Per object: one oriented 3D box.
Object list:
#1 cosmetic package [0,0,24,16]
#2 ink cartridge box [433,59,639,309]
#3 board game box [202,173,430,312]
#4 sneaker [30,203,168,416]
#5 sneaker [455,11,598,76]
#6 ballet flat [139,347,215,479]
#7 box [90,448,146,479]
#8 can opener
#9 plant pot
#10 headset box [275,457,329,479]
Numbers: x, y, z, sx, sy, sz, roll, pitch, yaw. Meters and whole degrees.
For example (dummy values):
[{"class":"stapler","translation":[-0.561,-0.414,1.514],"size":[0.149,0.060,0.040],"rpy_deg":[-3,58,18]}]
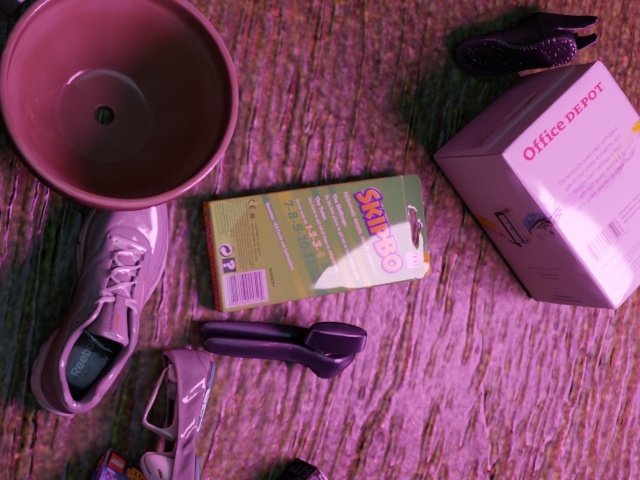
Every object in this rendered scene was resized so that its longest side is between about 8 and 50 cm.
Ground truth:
[{"class":"cosmetic package","translation":[-0.298,-0.461,1.239],"size":[0.284,0.097,0.377],"rpy_deg":[39,77,-16]},{"class":"ink cartridge box","translation":[0.286,-0.064,1.452],"size":[0.171,0.168,0.232],"rpy_deg":[-42,106,-17]},{"class":"board game box","translation":[0.000,0.000,1.406],"size":[0.259,0.039,0.124],"rpy_deg":[-8,95,-20]},{"class":"sneaker","translation":[-0.209,0.060,1.272],"size":[0.099,0.121,0.262],"rpy_deg":[20,83,-21]},{"class":"sneaker","translation":[0.249,-0.240,1.495],"size":[0.170,0.089,0.051],"rpy_deg":[-2,121,10]},{"class":"ballet flat","translation":[-0.158,0.216,1.312],"size":[0.068,0.072,0.213],"rpy_deg":[13,67,-18]},{"class":"box","translation":[-0.187,0.294,1.309],"size":[0.137,0.027,0.094],"rpy_deg":[39,34,-18]},{"class":"can opener","translation":[-0.043,0.111,1.382],"size":[0.186,0.059,0.073],"rpy_deg":[7,116,-13]},{"class":"plant pot","translation":[-0.212,-0.140,1.263],"size":[0.237,0.110,0.237],"rpy_deg":[3,80,-20]},{"class":"headset box","translation":[-0.034,0.286,1.383],"size":[0.083,0.062,0.032],"rpy_deg":[-45,106,-17]}]
